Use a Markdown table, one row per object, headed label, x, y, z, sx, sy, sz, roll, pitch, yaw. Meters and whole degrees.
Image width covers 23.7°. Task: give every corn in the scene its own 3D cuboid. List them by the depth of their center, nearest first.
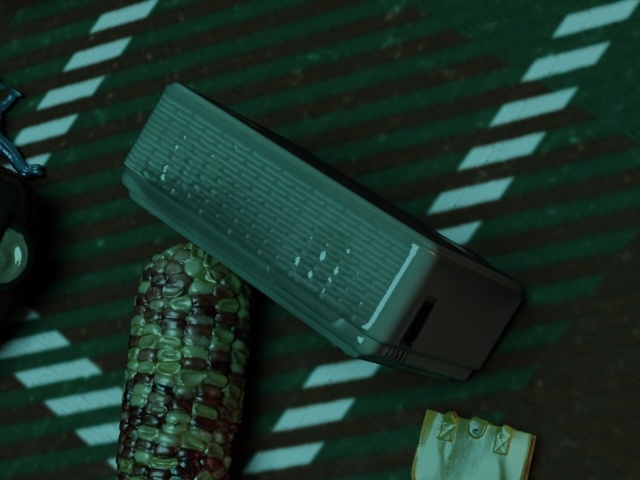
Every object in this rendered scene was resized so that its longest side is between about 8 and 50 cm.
| label | x | y | z | sx | sy | sz | roll | pitch | yaw |
| --- | --- | --- | --- | --- | --- | --- | --- | --- | --- |
| corn | -0.106 | 0.143 | 1.172 | 0.098 | 0.098 | 0.289 | -3 | 74 | 24 |

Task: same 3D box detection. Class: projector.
| label | x | y | z | sx | sy | sz | roll | pitch | yaw |
| --- | --- | --- | --- | --- | --- | --- | --- | --- | --- |
| projector | 0.000 | 0.000 | 1.111 | 0.257 | 0.192 | 0.099 | 33 | 96 | 29 |

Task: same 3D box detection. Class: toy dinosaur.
| label | x | y | z | sx | sy | sz | roll | pitch | yaw |
| --- | --- | --- | --- | --- | --- | --- | --- | --- | --- |
| toy dinosaur | -0.317 | -0.117 | 1.371 | 0.197 | 0.045 | 0.080 | 33 | 95 | 19 |

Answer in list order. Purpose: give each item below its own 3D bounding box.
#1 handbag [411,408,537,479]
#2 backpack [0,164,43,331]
| label | x | y | z | sx | sy | sz | roll | pitch | yaw |
| --- | --- | --- | --- | --- | --- | --- | --- | --- | --- |
| handbag | 0.112 | 0.159 | 1.108 | 0.083 | 0.027 | 0.061 | 9 | 80 | 25 |
| backpack | -0.351 | 0.017 | 1.306 | 0.229 | 0.139 | 0.229 | -1 | 81 | 6 |
